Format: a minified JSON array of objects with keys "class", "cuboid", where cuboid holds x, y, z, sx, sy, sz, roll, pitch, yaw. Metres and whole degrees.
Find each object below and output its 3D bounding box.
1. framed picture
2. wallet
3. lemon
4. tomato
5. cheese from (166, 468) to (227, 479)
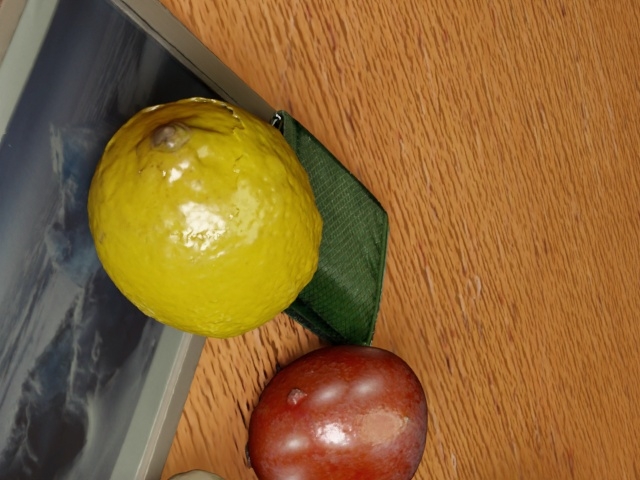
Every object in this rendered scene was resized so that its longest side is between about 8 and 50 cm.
[{"class":"framed picture","cuboid":[-0.190,0.005,1.199,0.326,0.028,0.446,39,60,-44]},{"class":"wallet","cuboid":[-0.002,0.000,1.407,0.236,0.055,0.160,43,55,-56]},{"class":"lemon","cuboid":[-0.088,-0.017,1.172,0.193,0.181,0.180,14,78,-51]},{"class":"tomato","cuboid":[0.024,0.171,1.369,0.167,0.167,0.167,2,88,-52]},{"class":"cheese","cuboid":[-0.138,0.313,1.183,0.263,0.093,0.159,-52,134,-23]}]
